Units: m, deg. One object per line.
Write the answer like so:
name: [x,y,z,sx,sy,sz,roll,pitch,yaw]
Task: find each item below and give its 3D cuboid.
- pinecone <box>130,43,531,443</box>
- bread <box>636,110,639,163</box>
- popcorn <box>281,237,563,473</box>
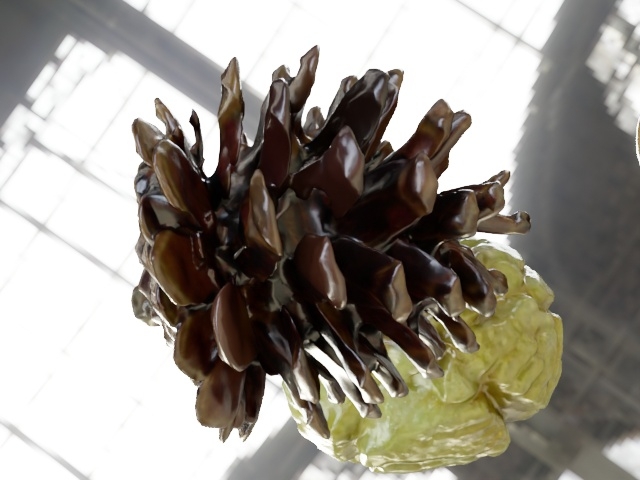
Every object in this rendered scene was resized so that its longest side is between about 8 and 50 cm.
pinecone: [0.001,-0.005,1.249,0.264,0.264,0.264,-43,-25,-26]
bread: [0.384,-0.048,1.546,0.148,0.328,0.337,-19,-29,-11]
popcorn: [0.099,0.104,1.890,0.257,0.224,0.270,1,-31,-38]
